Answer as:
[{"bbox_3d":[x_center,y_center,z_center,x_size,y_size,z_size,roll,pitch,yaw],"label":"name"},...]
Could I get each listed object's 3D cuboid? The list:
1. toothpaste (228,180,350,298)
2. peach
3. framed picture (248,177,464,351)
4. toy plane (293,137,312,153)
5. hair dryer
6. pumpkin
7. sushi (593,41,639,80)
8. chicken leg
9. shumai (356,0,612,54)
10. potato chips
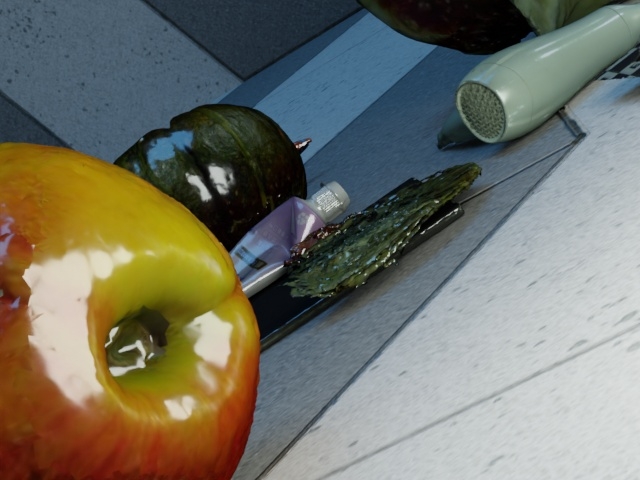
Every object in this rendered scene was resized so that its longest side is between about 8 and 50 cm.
[{"bbox_3d":[-0.097,0.046,1.738,0.301,0.048,0.075,-38,13,-9],"label":"toothpaste"},{"bbox_3d":[-0.221,0.105,1.190,0.372,0.290,0.372,-33,13,9],"label":"peach"},{"bbox_3d":[-0.031,0.049,1.668,0.324,0.013,0.244,-34,10,-1],"label":"framed picture"},{"bbox_3d":[-0.083,-0.055,2.193,0.189,0.061,0.130,-28,10,6],"label":"toy plane"},{"bbox_3d":[0.180,-0.136,1.784,0.206,0.075,0.237,-31,-1,-30],"label":"hair dryer"},{"bbox_3d":[-0.117,-0.028,1.875,0.238,0.159,0.238,-38,-14,-11],"label":"pumpkin"},{"bbox_3d":[0.329,-0.180,1.552,0.201,0.031,0.139,-39,11,-9],"label":"sushi"},{"bbox_3d":[-0.002,0.001,1.708,0.083,0.021,0.036,-34,-2,-26],"label":"chicken leg"},{"bbox_3d":[0.186,-0.351,1.983,0.348,0.395,0.395,-47,12,-9],"label":"shumai"},{"bbox_3d":[0.043,-0.005,1.578,0.202,0.029,0.220,-28,10,15],"label":"potato chips"}]
